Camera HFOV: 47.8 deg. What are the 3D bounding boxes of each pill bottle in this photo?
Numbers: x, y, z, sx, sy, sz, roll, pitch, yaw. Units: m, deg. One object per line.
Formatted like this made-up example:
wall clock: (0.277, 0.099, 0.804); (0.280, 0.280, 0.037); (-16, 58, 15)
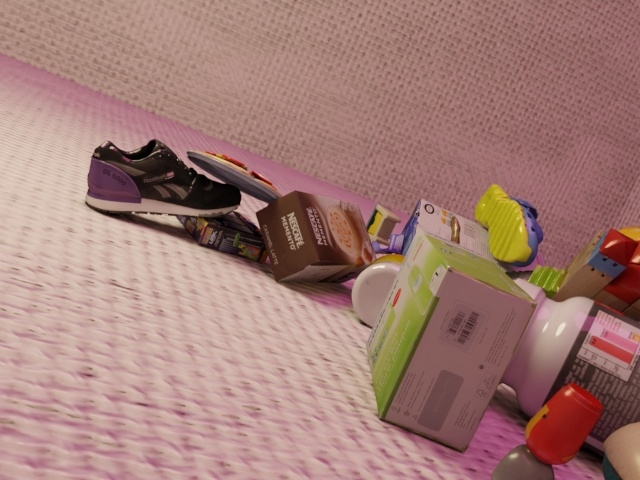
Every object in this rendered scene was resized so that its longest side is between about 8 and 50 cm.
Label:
pill bottle: (0.430, 0.212, 1.096); (0.363, 0.210, 0.210); (27, 10, 19)
pill bottle: (0.129, 0.088, 1.328); (0.117, 0.117, 0.215); (25, 10, 8)

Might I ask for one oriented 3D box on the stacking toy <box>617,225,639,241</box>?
stacking toy: (0.785, 0.085, 1.824); (0.351, 0.479, 0.350); (22, 10, -4)

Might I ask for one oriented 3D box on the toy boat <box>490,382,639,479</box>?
toy boat: (0.348, 0.283, 0.798); (0.318, 0.148, 0.267); (30, 13, -10)

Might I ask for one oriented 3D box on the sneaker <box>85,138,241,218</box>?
sneaker: (-0.264, -0.113, 1.281); (0.283, 0.124, 0.107); (1, 19, -32)

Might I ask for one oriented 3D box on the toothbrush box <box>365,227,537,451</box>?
toothbrush box: (0.161, 0.118, 0.982); (0.122, 0.206, 0.283); (23, 10, -3)

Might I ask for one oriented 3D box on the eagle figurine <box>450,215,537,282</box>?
eagle figurine: (0.359, 0.119, 1.404); (0.298, 0.226, 0.225); (25, 1, -27)

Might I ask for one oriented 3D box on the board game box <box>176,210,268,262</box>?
board game box: (-0.187, -0.023, 1.388); (0.141, 0.048, 0.170); (16, 13, -30)

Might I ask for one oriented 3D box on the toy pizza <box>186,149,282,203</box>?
toy pizza: (-0.152, -0.122, 1.329); (0.201, 0.032, 0.201); (26, -6, 3)

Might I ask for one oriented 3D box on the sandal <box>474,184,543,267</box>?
sandal: (0.454, -0.030, 1.652); (0.138, 0.126, 0.317); (25, 25, -8)

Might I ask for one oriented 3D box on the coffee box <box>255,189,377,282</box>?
coffee box: (0.000, 0.000, 1.370); (0.246, 0.098, 0.141); (5, 62, -60)

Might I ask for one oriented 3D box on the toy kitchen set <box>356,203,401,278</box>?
toy kitchen set: (0.040, -0.025, 1.582); (0.207, 0.166, 0.122); (18, 12, -29)

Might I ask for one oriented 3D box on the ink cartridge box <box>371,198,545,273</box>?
ink cartridge box: (0.314, 0.057, 1.674); (0.395, 0.151, 0.270); (25, 26, 0)

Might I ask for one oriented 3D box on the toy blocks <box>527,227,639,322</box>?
toy blocks: (0.553, 0.097, 1.157); (0.381, 0.190, 0.261); (32, -20, 11)
